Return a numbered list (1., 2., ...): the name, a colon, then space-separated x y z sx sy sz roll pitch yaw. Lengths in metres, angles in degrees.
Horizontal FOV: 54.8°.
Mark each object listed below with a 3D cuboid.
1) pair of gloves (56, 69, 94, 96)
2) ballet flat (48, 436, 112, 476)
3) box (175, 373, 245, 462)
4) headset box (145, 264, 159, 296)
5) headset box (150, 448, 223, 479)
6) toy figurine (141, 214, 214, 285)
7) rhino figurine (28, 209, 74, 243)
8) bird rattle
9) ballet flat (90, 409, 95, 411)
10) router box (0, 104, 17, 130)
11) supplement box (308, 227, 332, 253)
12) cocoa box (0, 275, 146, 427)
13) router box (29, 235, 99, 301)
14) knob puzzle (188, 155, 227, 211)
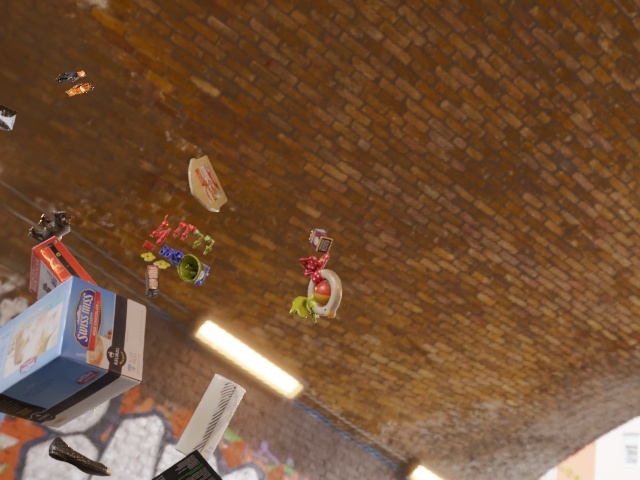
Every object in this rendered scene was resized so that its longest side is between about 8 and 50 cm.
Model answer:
1. pair of gloves: -0.608 -0.392 1.534 0.083 0.074 0.010 50 -31 22
2. ballet flat: -0.595 0.546 1.546 0.173 0.049 0.057 37 -51 -23
3. box: -0.365 0.596 2.069 0.094 0.275 0.113 21 -18 19
4. headset box: -0.480 0.113 1.760 0.032 0.083 0.062 1 -26 -22
5. headset box: -0.332 0.639 1.342 0.131 0.246 0.282 38 -43 31
6. toy figurine: -0.461 0.071 2.267 0.363 0.191 0.217 20 -15 42
7. rhino figurine: -0.989 -0.051 2.292 0.106 0.073 0.243 34 -48 -28
8. bird rattle: 0.008 0.172 2.182 0.143 0.253 0.207 21 -2 -40
9. ballet flat: -0.861 0.589 2.259 0.077 0.077 0.231 3 -14 -10
10. router box: -1.304 -0.484 2.222 0.309 0.080 0.243 11 -6 26
11. supplement box: 0.000 0.000 2.083 0.043 0.054 0.083 12 18 -27
12. cocoa box: -0.646 0.290 1.563 0.347 0.231 0.228 -31 -44 26
13. router box: -0.794 0.185 1.963 0.301 0.082 0.335 48 -36 5
14. knob puzzle: -0.386 -0.177 2.025 0.030 0.213 0.213 -19 -46 19
